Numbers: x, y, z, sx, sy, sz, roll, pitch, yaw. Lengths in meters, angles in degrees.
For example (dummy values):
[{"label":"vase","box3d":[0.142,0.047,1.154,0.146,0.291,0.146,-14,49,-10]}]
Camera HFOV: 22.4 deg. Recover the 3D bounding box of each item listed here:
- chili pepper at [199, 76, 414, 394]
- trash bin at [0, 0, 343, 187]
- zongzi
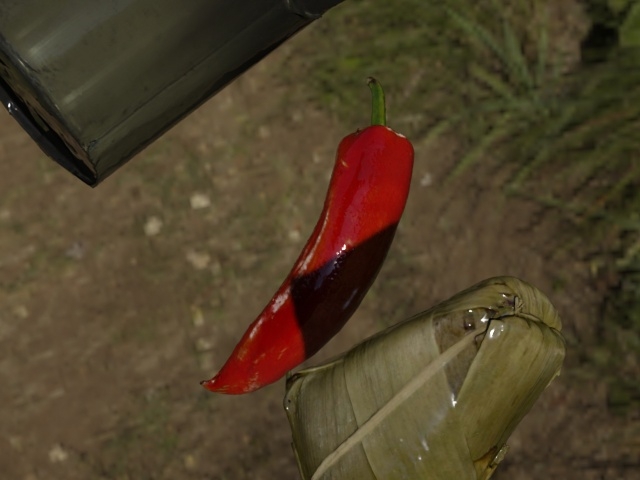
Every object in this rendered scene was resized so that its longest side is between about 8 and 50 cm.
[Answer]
[{"label":"chili pepper","box3d":[0.002,0.006,1.632,0.137,0.092,0.368,26,84,41]},{"label":"trash bin","box3d":[-0.124,-0.202,1.260,0.301,0.203,0.252,-39,58,-12]},{"label":"zongzi","box3d":[0.056,0.116,0.784,0.160,0.078,0.176,-35,45,35]}]
